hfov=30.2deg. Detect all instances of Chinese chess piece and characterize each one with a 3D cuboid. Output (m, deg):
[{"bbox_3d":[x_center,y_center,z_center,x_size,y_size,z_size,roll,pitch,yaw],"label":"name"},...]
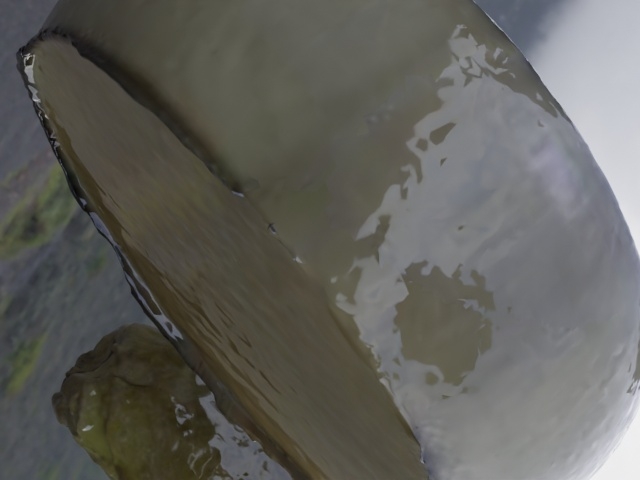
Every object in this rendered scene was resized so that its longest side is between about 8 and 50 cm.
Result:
[{"bbox_3d":[0.000,0.000,0.425,0.103,0.250,0.250,-37,-179,-17],"label":"Chinese chess piece"}]

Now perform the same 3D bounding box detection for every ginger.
[{"bbox_3d":[-0.054,0.157,0.769,0.109,0.263,0.116,-46,175,3],"label":"ginger"}]
